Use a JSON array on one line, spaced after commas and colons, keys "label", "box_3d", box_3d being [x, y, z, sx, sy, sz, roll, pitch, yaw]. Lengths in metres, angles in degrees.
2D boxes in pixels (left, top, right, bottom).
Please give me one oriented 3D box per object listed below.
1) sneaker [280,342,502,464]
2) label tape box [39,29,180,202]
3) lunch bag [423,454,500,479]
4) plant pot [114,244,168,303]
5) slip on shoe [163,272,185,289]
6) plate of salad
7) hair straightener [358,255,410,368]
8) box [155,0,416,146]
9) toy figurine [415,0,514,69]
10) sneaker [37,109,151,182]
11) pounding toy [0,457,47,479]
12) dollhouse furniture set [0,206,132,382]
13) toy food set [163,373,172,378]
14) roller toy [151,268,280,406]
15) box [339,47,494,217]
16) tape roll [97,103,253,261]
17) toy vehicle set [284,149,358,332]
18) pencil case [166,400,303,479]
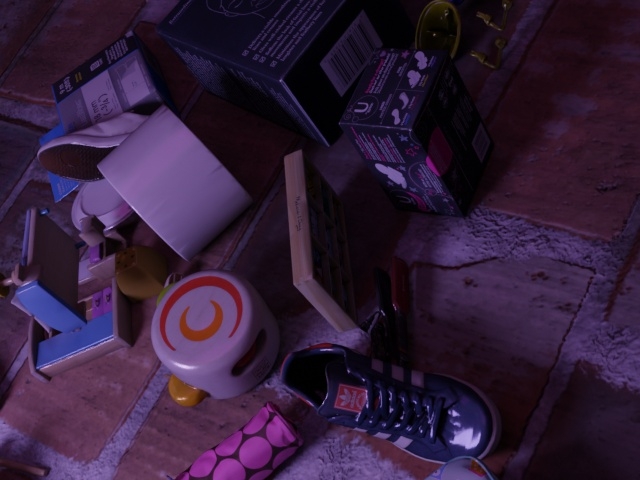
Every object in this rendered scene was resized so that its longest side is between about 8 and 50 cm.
[{"label": "sneaker", "box_3d": [0.086, 0.234, 1.459, 0.350, 0.148, 0.131, 11, 87, 40]}, {"label": "label tape box", "box_3d": [-0.491, -0.272, 2.202, 0.333, 0.106, 0.241, -33, 47, 6]}, {"label": "lunch bag", "box_3d": [0.158, 0.441, 1.318, 0.279, 0.108, 0.224, -39, 50, 2]}, {"label": "plant pot", "box_3d": [-0.342, 0.054, 1.900, 0.081, 0.083, 0.082, -22, 49, 16]}, {"label": "slip on shoe", "box_3d": [-0.272, 0.126, 1.840, 0.041, 0.051, 0.135, 137, 141, -56]}, {"label": "plate of salad", "box_3d": [-0.419, -0.091, 2.070, 0.199, 0.048, 0.200, -17, 47, 20]}, {"label": "hair straightener", "box_3d": [0.106, 0.140, 1.614, 0.089, 0.047, 0.231, -29, 52, 34]}, {"label": "box", "box_3d": [-0.070, -0.405, 1.976, 0.395, 0.212, 0.294, 29, 76, 40]}, {"label": "toy figurine", "box_3d": [0.298, -0.504, 1.891, 0.191, 0.217, 0.363, 9, 107, 20]}, {"label": "sneaker", "box_3d": [-0.428, -0.197, 2.068, 0.290, 0.106, 0.123, -6, 40, 11]}, {"label": "pounding toy", "box_3d": [-0.560, 0.428, 1.718, 0.155, 0.154, 0.269, -42, 48, -2]}, {"label": "dollhouse furniture set", "box_3d": [-0.510, 0.065, 1.843, 0.198, 0.303, 0.286, -22, 50, 14]}, {"label": "toy food set", "box_3d": [-0.224, 0.195, 1.777, 0.077, 0.019, 0.122, 3, 52, 31]}, {"label": "roller toy", "box_3d": [-0.170, 0.160, 1.682, 0.191, 0.146, 0.209, -13, 57, 10]}, {"label": "box", "box_3d": [0.161, -0.175, 1.652, 0.142, 0.247, 0.163, 10, 64, 34]}, {"label": "tape roll", "box_3d": [-0.265, -0.105, 1.859, 0.169, 0.246, 0.246, -43, 48, -4]}, {"label": "toy vehicle set", "box_3d": [0.000, 0.000, 1.680, 0.035, 0.166, 0.267, -20, 51, 18]}, {"label": "pencil case", "box_3d": [-0.129, 0.338, 1.575, 0.209, 0.095, 0.098, -37, 27, 0]}]
